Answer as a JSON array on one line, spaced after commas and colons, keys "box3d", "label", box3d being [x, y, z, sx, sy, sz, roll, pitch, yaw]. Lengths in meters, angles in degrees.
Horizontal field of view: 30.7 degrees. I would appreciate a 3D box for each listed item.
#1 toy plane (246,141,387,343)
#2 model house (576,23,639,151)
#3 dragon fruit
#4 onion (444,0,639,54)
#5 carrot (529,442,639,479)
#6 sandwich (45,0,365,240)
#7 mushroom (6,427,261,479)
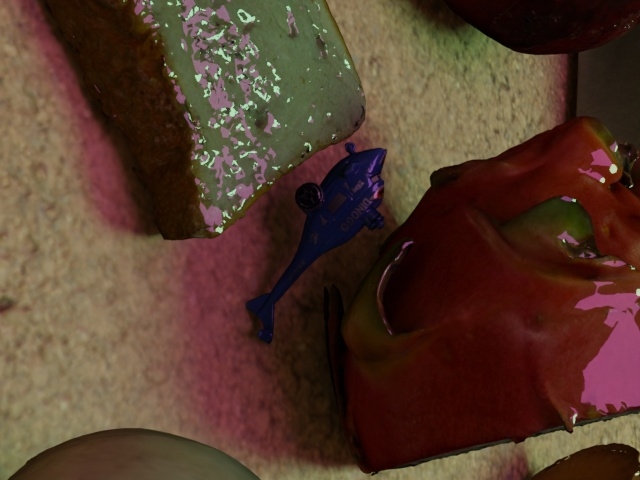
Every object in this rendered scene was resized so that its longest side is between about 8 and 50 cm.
[{"box3d": [0.000, 0.000, 0.854, 0.167, 0.062, 0.054, -53, 165, -3], "label": "toy plane"}, {"box3d": [0.399, -0.128, 1.279, 0.244, 0.169, 0.326, 27, 61, -44], "label": "model house"}, {"box3d": [0.144, 0.038, 0.878, 0.305, 0.305, 0.225, -4, 78, -49], "label": "dragon fruit"}, {"box3d": [0.209, -0.303, 1.042, 0.276, 0.276, 0.276, 13, 72, -46], "label": "onion"}, {"box3d": [0.276, 0.333, 1.030, 0.196, 0.196, 0.254, -43, 109, -44], "label": "carrot"}, {"box3d": [-0.075, -0.154, 0.811, 0.226, 0.087, 0.251, -40, 114, -49], "label": "sandwich"}, {"box3d": [-0.109, 0.239, 0.527, 0.356, 0.315, 0.315, 30, 60, -55], "label": "mushroom"}]
